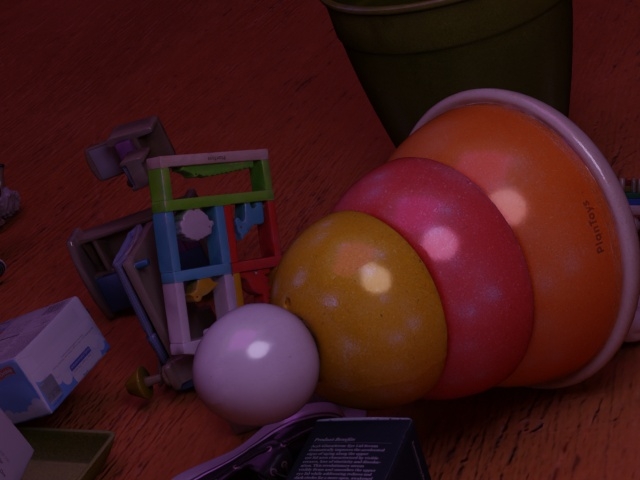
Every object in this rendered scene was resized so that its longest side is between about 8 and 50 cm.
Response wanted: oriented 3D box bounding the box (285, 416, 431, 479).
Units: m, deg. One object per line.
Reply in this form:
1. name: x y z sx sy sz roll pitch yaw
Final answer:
1. box: 0.031 0.290 1.269 0.108 0.153 0.207 -4 29 25

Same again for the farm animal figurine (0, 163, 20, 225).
1. farm animal figurine: -0.693 -0.025 2.253 0.330 0.172 0.327 -4 9 -3

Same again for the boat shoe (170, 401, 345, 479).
1. boat shoe: -0.066 0.259 1.466 0.229 0.080 0.076 -24 34 -10

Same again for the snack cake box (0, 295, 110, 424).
1. snack cake box: -0.423 0.176 1.731 0.264 0.089 0.152 -19 21 32

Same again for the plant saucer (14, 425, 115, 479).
1. plant saucer: -0.357 0.300 1.588 0.188 0.045 0.188 -2 32 28

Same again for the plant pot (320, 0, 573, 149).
1. plant pot: 0.216 -0.249 1.940 0.367 0.353 0.366 -14 27 7

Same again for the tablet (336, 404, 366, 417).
1. tablet: 0.028 0.217 1.563 0.054 0.006 0.083 -13 27 8

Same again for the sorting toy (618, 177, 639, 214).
1. sorting toy: 0.404 -0.058 1.717 0.275 0.046 0.132 0 4 -6

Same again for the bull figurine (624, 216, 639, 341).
1. bull figurine: 0.291 0.043 1.635 0.310 0.101 0.188 8 29 30

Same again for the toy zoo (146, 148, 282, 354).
1. toy zoo: -0.125 0.033 1.713 0.030 0.293 0.192 -7 2 44

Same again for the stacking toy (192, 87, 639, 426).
1. stacking toy: 0.064 0.055 1.375 0.480 0.350 0.351 -20 24 -37

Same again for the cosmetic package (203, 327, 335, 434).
1. cosmetic package: -0.015 0.139 1.611 0.231 0.085 0.117 -17 53 2

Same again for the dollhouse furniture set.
1. dollhouse furniture set: -0.276 0.039 1.780 0.198 0.286 0.303 -19 23 15

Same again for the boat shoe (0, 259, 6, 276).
1. boat shoe: -0.563 0.068 2.134 0.125 0.046 0.038 -21 27 -2

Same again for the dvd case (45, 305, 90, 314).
1. dvd case: -0.406 0.136 1.955 0.087 0.013 0.119 3 33 34

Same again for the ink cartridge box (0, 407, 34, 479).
1. ink cartridge box: -0.488 0.319 1.466 0.223 0.129 0.307 -4 44 25
